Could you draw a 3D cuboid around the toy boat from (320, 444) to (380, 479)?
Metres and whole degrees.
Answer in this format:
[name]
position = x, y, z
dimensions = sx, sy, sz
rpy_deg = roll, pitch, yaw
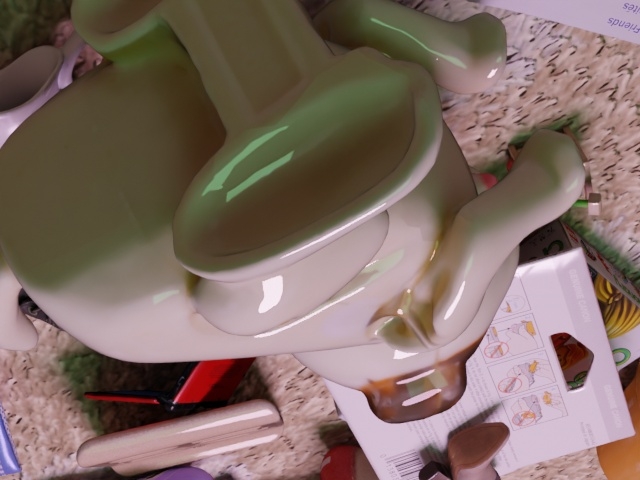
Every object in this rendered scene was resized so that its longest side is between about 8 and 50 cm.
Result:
[toy boat]
position = 0.006, 0.338, 1.289
dimensions = 0.151, 0.151, 0.231
rpy_deg = 6, 114, 0

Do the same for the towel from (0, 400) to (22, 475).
[towel]
position = -0.462, 0.151, 1.019
dimensions = 0.335, 0.040, 0.243
rpy_deg = -11, 120, -4

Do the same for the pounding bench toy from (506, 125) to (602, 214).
[pounding bench toy]
position = 0.207, -0.048, 1.021
dimensions = 0.065, 0.083, 0.052
rpy_deg = -19, 136, 2

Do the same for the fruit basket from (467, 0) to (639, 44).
[fruit basket]
position = 0.202, -0.277, 0.739
dimensions = 0.327, 0.165, 0.353
rpy_deg = 9, 131, -24

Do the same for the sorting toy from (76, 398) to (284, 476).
[sorting toy]
position = -0.134, 0.195, 1.157
dimensions = 0.193, 0.038, 0.208
rpy_deg = -13, 165, -3

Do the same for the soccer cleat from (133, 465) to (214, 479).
[soccer cleat]
position = -0.235, 0.299, 1.238
dimensions = 0.248, 0.083, 0.095
rpy_deg = -18, 149, 8

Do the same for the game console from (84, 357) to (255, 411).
[game console]
position = -0.134, 0.119, 1.092
dimensions = 0.124, 0.085, 0.144
rpy_deg = -57, 164, 3

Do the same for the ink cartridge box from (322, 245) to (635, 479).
[ink cartridge box]
position = 0.147, 0.124, 1.112
dimensions = 0.261, 0.066, 0.296
rpy_deg = -20, 132, 8

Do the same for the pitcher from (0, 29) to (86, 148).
[pitcher]
position = -0.181, -0.058, 0.891
dimensions = 0.177, 0.125, 0.207
rpy_deg = -31, 126, -8

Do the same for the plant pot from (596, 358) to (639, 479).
[plant pot]
position = 0.409, 0.207, 1.265
dimensions = 0.205, 0.205, 0.188
rpy_deg = 7, 146, -21

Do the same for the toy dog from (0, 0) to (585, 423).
[toy dog]
position = 0.000, 0.000, 0.814
dimensions = 0.395, 0.284, 0.408
rpy_deg = -46, 146, 11

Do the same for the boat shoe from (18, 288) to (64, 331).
[boat shoe]
position = -0.215, 0.042, 0.998
dimensions = 0.223, 0.073, 0.080
rpy_deg = 18, 124, -31

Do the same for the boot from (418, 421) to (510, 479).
[boot]
position = 0.155, 0.227, 1.139
dimensions = 0.118, 0.042, 0.087
rpy_deg = -33, 135, 21

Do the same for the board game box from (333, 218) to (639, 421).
[board game box]
position = 0.186, 0.125, 1.202
dimensions = 0.305, 0.053, 0.193
rpy_deg = -39, 128, 22
